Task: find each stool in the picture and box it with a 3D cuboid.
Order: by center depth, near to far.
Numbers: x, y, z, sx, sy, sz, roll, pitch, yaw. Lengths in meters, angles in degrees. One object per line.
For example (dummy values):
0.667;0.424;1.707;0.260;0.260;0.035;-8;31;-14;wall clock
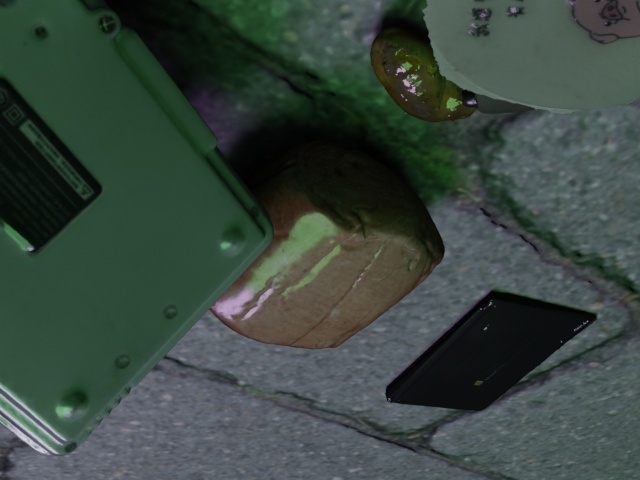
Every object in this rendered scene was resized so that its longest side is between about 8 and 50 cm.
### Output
0.130;-0.122;0.503;0.110;0.096;0.096;-11;142;11;stool

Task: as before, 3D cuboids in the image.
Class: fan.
0.202;-0.115;0.405;0.310;0.010;0.182;1;150;6;fan

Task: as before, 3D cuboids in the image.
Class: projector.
-0.160;-0.034;0.450;0.192;0.099;0.256;-48;124;-17;projector

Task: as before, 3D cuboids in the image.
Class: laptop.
0.169;0.121;0.881;0.135;0.016;0.197;12;138;-25;laptop

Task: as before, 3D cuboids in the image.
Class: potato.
0.064;-0.102;0.556;0.046;0.045;0.092;-45;136;18;potato

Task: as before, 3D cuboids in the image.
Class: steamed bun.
0.000;0.000;0.631;0.145;0.106;0.175;-43;141;21;steamed bun
